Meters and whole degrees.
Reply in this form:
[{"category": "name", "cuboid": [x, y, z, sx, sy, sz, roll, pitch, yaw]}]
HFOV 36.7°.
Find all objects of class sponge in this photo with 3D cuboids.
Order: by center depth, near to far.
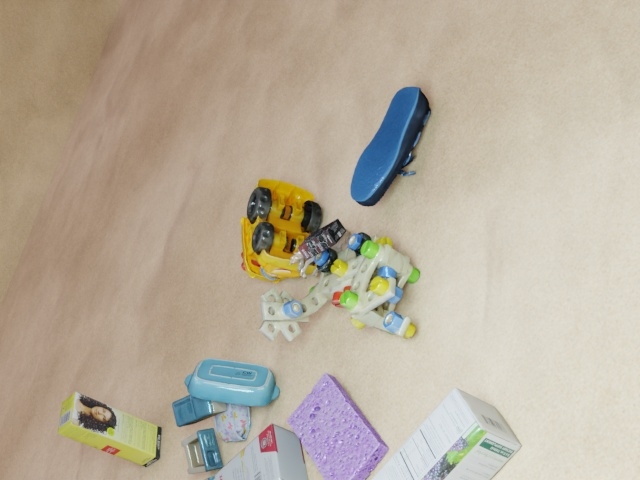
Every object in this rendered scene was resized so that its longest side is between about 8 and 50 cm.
[{"category": "sponge", "cuboid": [0.026, 0.334, 1.662, 0.117, 0.031, 0.210, -51, 38, 6]}]

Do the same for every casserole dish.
[{"category": "casserole dish", "cuboid": [-0.172, 0.273, 1.890, 0.114, 0.188, 0.037, -74, -8, -65]}]

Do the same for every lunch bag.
[{"category": "lunch bag", "cuboid": [-0.176, 0.360, 1.936, 0.071, 0.053, 0.083, -17, 77, 48]}]

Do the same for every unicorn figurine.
[{"category": "unicorn figurine", "cuboid": [0.009, 0.024, 1.907, 0.060, 0.162, 0.111, 29, 100, 23]}]

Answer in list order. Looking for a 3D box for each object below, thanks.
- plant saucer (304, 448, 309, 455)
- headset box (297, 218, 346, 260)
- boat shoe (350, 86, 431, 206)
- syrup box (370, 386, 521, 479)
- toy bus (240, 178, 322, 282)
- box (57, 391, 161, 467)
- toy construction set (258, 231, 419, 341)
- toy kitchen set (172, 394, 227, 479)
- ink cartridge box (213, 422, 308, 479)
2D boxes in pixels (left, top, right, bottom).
[{"category": "plant saucer", "cuboid": [0.003, 0.348, 1.725, 0.083, 0.015, 0.083, -34, 41, 36]}, {"category": "headset box", "cuboid": [0.000, 0.000, 1.804, 0.083, 0.032, 0.062, -28, 11, 31]}, {"category": "boat shoe", "cuboid": [0.152, -0.171, 1.869, 0.109, 0.089, 0.258, 24, 80, 46]}, {"category": "syrup box", "cuboid": [0.170, 0.340, 1.416, 0.237, 0.093, 0.096, -51, 33, 15]}, {"category": "toy bus", "cuboid": [-0.104, 0.014, 2.043, 0.211, 0.149, 0.220, -52, 32, 38]}, {"category": "box", "cuboid": [-0.459, 0.418, 2.123, 0.058, 0.232, 0.087, -36, 40, 30]}, {"category": "toy construction set", "cuboid": [0.043, 0.097, 1.757, 0.327, 0.151, 0.215, -13, 52, 37]}, {"category": "toy kitchen set", "cuboid": [-0.265, 0.405, 1.871, 0.122, 0.166, 0.207, -29, 71, 41]}, {"category": "ink cartridge box", "cuboid": [-0.110, 0.440, 1.757, 0.175, 0.072, 0.127, -45, 35, 24]}]
